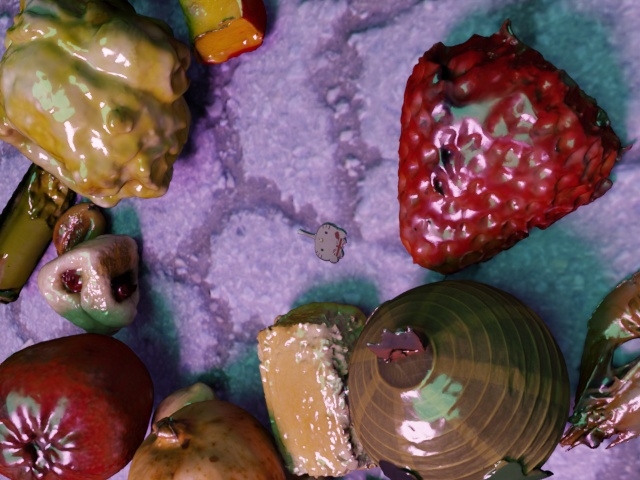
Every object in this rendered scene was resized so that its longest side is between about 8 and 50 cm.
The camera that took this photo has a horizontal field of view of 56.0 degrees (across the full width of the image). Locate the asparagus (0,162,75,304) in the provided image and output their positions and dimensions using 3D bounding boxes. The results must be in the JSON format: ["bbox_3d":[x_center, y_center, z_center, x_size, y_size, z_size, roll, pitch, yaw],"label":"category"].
[{"bbox_3d":[-0.550,-0.037,1.141,0.382,0.108,0.128,-48,36,24],"label":"asparagus"}]

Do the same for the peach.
[{"bbox_3d":[-0.146,-0.335,0.877,0.151,0.119,0.151,51,151,42],"label":"peach"}]

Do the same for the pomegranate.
[{"bbox_3d":[-0.159,0.341,0.842,0.248,0.248,0.248,3,96,30],"label":"pomegranate"}]

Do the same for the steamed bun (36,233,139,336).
[{"bbox_3d":[-0.381,0.089,1.043,0.172,0.141,0.155,-29,84,25],"label":"steamed bun"}]

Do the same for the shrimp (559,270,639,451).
[{"bbox_3d":[0.350,0.138,0.666,0.145,0.061,0.267,46,118,28],"label":"shrimp"}]

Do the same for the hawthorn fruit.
[{"bbox_3d":[-0.398,0.266,0.987,0.254,0.300,0.253,0,99,-3],"label":"hawthorn fruit"}]

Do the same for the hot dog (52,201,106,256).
[{"bbox_3d":[-0.447,-0.009,1.116,0.090,0.060,0.140,37,105,9],"label":"hot dog"}]

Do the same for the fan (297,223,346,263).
[{"bbox_3d":[0.000,0.000,0.886,0.083,0.004,0.055,19,104,27],"label":"fan"}]

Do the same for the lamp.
[{"bbox_3d":[0.138,0.155,0.659,0.250,0.284,0.250,-18,55,27],"label":"lamp"}]

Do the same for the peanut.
[{"bbox_3d":[-0.236,0.331,1.005,0.103,0.098,0.229,16,106,-10],"label":"peanut"}]

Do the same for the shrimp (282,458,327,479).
[{"bbox_3d":[-0.070,0.498,0.943,0.233,0.071,0.364,14,100,35],"label":"shrimp"}]

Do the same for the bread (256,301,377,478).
[{"bbox_3d":[0.003,0.211,0.839,0.174,0.121,0.245,-13,93,40],"label":"bread"}]

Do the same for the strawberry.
[{"bbox_3d":[0.169,-0.110,0.697,0.280,0.150,0.253,-36,76,26],"label":"strawberry"}]

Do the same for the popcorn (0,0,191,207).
[{"bbox_3d":[-0.327,-0.209,0.904,0.312,0.312,0.312,3,96,30],"label":"popcorn"}]
